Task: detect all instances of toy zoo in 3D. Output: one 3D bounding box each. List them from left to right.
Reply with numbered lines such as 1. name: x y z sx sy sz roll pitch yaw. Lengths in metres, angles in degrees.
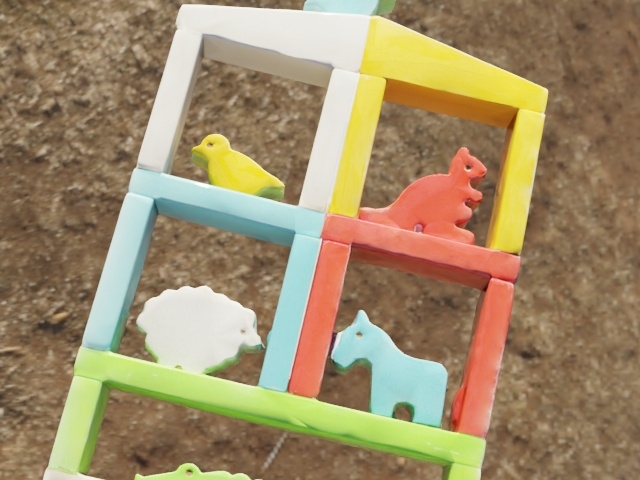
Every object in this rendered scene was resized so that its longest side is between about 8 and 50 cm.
1. toy zoo: 0.000 0.000 0.488 0.192 0.030 0.293 14 73 0
